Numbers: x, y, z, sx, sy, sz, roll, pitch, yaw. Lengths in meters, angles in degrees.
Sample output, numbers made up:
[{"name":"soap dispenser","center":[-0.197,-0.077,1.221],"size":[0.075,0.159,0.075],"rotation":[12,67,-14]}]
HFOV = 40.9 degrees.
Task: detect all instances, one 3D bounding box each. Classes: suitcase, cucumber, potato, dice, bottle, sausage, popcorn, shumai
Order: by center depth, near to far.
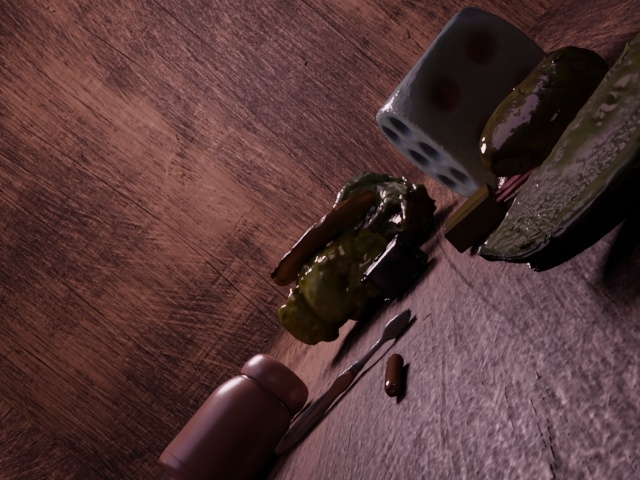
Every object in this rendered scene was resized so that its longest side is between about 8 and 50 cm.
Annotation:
[{"name":"cucumber","center":[0.299,-0.083,0.860],"size":[0.325,0.105,0.145],"rotation":[-51,29,-6]},{"name":"sausage","center":[0.103,0.189,1.198],"size":[0.026,0.026,0.116],"rotation":[-50,3,14]},{"name":"potato","center":[0.346,-0.196,1.340],"size":[0.251,0.113,0.149],"rotation":[-53,28,3]},{"name":"dice","center":[0.285,-0.255,1.639],"size":[0.262,0.268,0.264],"rotation":[-52,4,-5]},{"name":"bottle","center":[-0.152,0.367,1.656],"size":[0.297,0.173,0.206],"rotation":[-52,-31,-18]},{"name":"suitcase","center":[0.146,0.054,1.679],"size":[0.126,0.086,0.059],"rotation":[-50,4,22]},{"name":"popcorn","center":[0.051,0.096,1.890],"size":[0.286,0.174,0.225],"rotation":[-47,-9,16]},{"name":"shumai","center":[0.159,-0.018,2.005],"size":[0.225,0.222,0.260],"rotation":[-37,-40,-24]}]

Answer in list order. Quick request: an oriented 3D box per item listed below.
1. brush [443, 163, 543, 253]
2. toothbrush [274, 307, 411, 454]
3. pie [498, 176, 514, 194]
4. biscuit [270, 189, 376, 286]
[{"name":"brush","center":[0.300,-0.081,1.402],"size":[0.233,0.047,0.103],"rotation":[-45,5,19]},{"name":"toothbrush","center":[0.034,0.251,1.486],"size":[0.375,0.028,0.037],"rotation":[-50,-3,19]},{"name":"pie","center":[0.355,-0.146,1.460],"size":[0.170,0.034,0.092],"rotation":[-51,6,23]},{"name":"biscuit","center":[-0.001,0.000,1.897],"size":[0.299,0.045,0.154],"rotation":[-47,-15,29]}]
